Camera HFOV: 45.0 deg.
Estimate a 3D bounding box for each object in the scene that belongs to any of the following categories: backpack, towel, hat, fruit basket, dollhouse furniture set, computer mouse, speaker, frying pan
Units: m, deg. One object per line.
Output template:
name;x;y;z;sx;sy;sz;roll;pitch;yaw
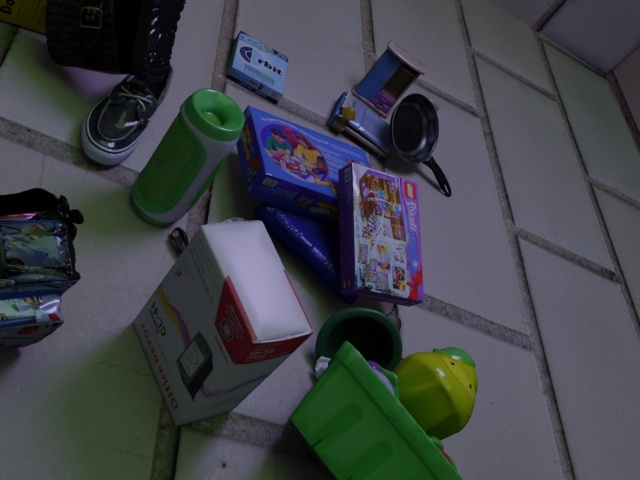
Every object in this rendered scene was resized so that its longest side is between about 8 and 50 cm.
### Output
backpack;-0.515;0.063;1.150;0.263;0.276;0.213;5;65;-34
towel;0.000;0.000;1.788;0.308;0.076;0.227;44;31;2
hat;0.080;0.223;1.675;0.208;0.183;0.173;3;90;-9
fruit basket;0.168;0.325;1.419;0.392;0.283;0.392;1;76;-3
dollhouse furniture set;0.210;-0.375;2.212;0.286;0.198;0.303;34;39;-10
computer mouse;-0.219;0.004;1.614;0.193;0.042;0.106;-17;62;-42
speaker;-0.265;-0.157;1.513;0.131;0.296;0.131;23;42;-23
frying pan;0.304;-0.288;2.226;0.326;0.053;0.197;35;72;-39

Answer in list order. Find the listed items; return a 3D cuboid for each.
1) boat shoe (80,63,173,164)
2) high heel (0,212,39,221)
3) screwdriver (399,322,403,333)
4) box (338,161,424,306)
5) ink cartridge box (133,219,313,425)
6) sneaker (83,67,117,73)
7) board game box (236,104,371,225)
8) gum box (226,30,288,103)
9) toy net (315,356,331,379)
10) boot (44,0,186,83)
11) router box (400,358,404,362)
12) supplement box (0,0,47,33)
boat shoe;-0.413;-0.295;1.658;0.121;0.119;0.335;31;40;-15
high heel;-0.581;-0.066;1.332;0.244;0.082;0.117;-6;68;-29
screwdriver;0.175;0.218;1.742;0.024;0.025;0.170;0;22;14
box;0.135;-0.010;1.728;0.201;0.057;0.293;14;66;-34
ink cartridge box;-0.174;0.143;1.306;0.131;0.306;0.226;-6;59;-43
sneaker;-0.499;-0.421;1.764;0.118;0.042;0.067;3;56;-37
board game box;-0.022;-0.160;1.802;0.347;0.078;0.233;17;40;-33
gum box;-0.169;-0.472;2.099;0.157;0.041;0.184;26;40;-20
toy net;0.093;0.307;1.553;0.232;0.045;0.122;44;74;-2
boot;-0.425;-0.512;1.604;0.260;0.348;0.131;18;7;17
router box;0.199;0.320;1.681;0.092;0.038;0.122;15;45;-31
supplement box;-0.641;-0.601;1.685;0.356;0.195;0.194;11;48;-34
